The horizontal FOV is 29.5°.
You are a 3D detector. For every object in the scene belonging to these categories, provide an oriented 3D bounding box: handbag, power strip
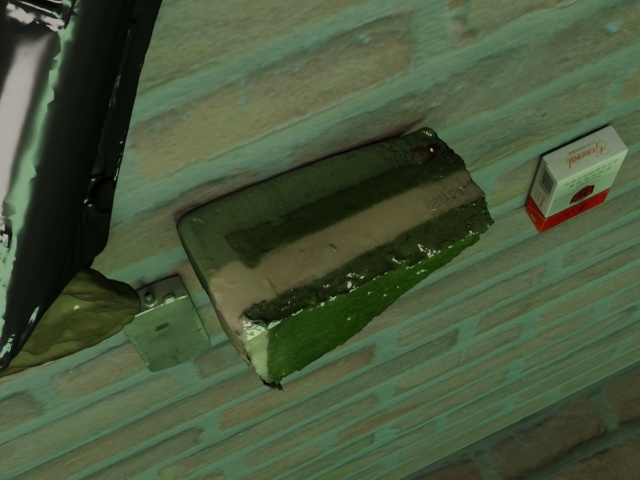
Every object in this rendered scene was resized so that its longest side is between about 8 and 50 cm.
[{"bbox_3d":[-0.140,-0.087,0.641,0.244,0.088,0.275,-71,177,-73],"label":"handbag"},{"bbox_3d":[-0.171,0.092,1.327,0.080,0.029,0.227,-23,159,-7],"label":"power strip"}]

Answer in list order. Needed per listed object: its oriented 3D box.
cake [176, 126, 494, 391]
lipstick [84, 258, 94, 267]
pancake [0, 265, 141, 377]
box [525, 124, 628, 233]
[{"bbox_3d":[0.005,-0.003,1.154,0.284,0.158,0.172,-35,156,14],"label":"cake"},{"bbox_3d":[-0.197,-0.068,0.899,0.057,0.057,0.356,-21,158,-18],"label":"lipstick"},{"bbox_3d":[-0.297,0.072,1.030,0.295,0.049,0.294,-12,163,-4],"label":"pancake"},{"bbox_3d":[0.317,-0.074,1.517,0.100,0.048,0.152,-23,156,-9],"label":"box"}]
